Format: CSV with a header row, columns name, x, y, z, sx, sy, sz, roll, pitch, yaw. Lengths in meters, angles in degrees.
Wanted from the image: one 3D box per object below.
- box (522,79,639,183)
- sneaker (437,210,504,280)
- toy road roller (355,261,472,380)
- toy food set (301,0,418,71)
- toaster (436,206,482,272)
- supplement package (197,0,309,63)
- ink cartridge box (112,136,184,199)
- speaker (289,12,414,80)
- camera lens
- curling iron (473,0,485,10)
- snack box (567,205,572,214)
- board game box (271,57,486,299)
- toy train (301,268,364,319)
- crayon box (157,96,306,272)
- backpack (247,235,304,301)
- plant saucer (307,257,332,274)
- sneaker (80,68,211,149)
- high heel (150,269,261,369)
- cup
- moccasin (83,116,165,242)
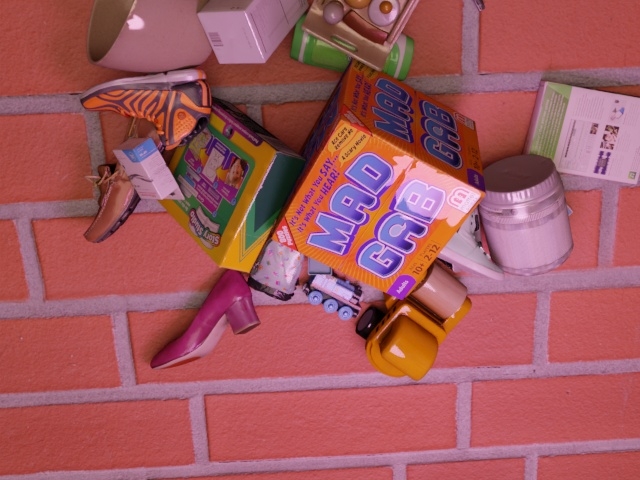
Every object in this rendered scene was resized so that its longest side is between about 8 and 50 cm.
name,x,y,z,sx,sy,sz,roll,pitch,yaw
box,0.723,-0.290,1.867,0.322,0.058,0.232,8,106,-7
sneaker,0.391,0.003,1.750,0.256,0.094,0.151,27,81,-29
toy road roller,0.265,0.238,1.918,0.203,0.240,0.329,36,103,-13
toy food set,0.117,-0.566,1.572,0.220,0.092,0.306,26,124,-8
toaster,0.360,-0.020,1.880,0.110,0.185,0.167,-14,107,-9
supplement package,-0.151,-0.539,1.621,0.134,0.244,0.139,8,140,29
ink cartridge box,-0.422,-0.161,1.710,0.060,0.104,0.180,-44,122,-33
speaker,0.078,-0.483,1.740,0.297,0.131,0.131,10,107,-6
camera lens,0.537,-0.060,1.827,0.220,0.219,0.274,-19,119,4
curling iron,0.358,-0.705,1.728,0.068,0.035,0.273,-23,107,5
snack box,0.625,-0.122,1.933,0.064,0.022,0.178,-42,105,9
board game box,0.139,-0.152,1.676,0.357,0.356,0.356,26,125,-10
toy train,0.041,0.151,1.967,0.184,0.080,0.105,28,99,-11
crayon box,-0.237,-0.148,1.721,0.106,0.363,0.313,11,113,-46
backpack,-0.110,0.066,1.913,0.152,0.115,0.181,22,103,-7
plant saucer,0.000,0.000,1.914,0.067,0.018,0.191,1,85,-3
sneaker,-0.422,-0.305,1.689,0.322,0.124,0.179,-7,97,10
high heel,-0.350,0.232,1.986,0.378,0.127,0.181,-27,74,12
cup,-0.373,-0.532,1.632,0.237,0.331,0.330,15,108,-35
moccasin,-0.524,-0.167,1.806,0.147,0.139,0.379,28,104,-10
